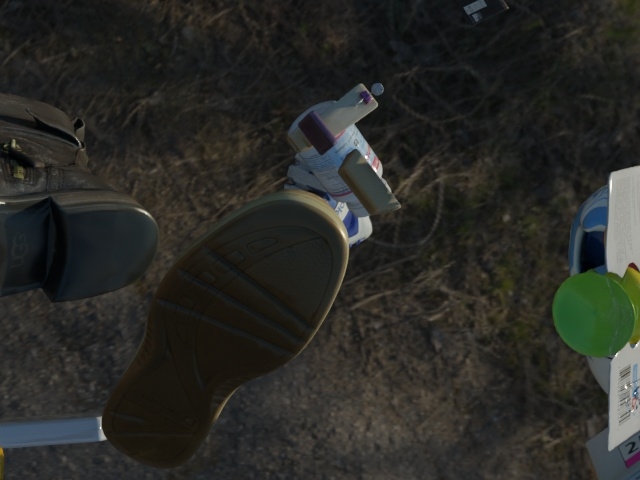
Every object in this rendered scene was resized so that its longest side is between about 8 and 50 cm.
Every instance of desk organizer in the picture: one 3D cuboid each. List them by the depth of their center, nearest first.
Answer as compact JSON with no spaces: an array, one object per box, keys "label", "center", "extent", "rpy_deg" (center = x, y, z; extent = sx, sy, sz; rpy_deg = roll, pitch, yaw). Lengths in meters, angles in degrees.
[{"label":"desk organizer","center":[0.157,-0.291,1.069],"extent":[0.130,0.047,0.050],"rpy_deg":[30,41,-58]}]

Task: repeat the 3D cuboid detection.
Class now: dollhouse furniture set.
[{"label":"dollhouse furniture set","center":[0.042,-0.082,0.892],"extent":[0.081,0.091,0.114],"rpy_deg":[-39,93,-18]}]

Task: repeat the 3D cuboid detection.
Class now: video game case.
[{"label":"video game case","center":[-0.418,0.276,1.438],"extent":[0.329,0.300,0.036],"rpy_deg":[-6,82,9]}]

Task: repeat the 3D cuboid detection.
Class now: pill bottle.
[{"label":"pill bottle","center":[0.031,-0.111,1.376],"extent":[0.160,0.087,0.087],"rpy_deg":[52,57,-29]}]

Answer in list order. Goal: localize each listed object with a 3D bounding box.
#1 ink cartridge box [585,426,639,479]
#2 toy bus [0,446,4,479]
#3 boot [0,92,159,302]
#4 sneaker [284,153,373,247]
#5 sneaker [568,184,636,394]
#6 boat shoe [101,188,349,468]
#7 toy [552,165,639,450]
[{"label":"ink cartridge box","center":[0.397,0.151,1.005],"extent":[0.275,0.239,0.060],"rpy_deg":[-39,95,12]},{"label":"toy bus","center":[-0.442,0.300,0.957],"extent":[0.130,0.333,0.108],"rpy_deg":[21,40,-35]},{"label":"boot","center":[-0.251,-0.043,0.653],"extent":[0.263,0.229,0.091],"rpy_deg":[4,116,-39]},{"label":"sneaker","center":[0.000,-0.001,1.728],"extent":[0.182,0.127,0.315],"rpy_deg":[17,100,-48]},{"label":"sneaker","center":[0.281,0.063,0.958],"extent":[0.086,0.085,0.237],"rpy_deg":[-40,126,-44]},{"label":"boat shoe","center":[-0.085,0.063,0.837],"extent":[0.122,0.341,0.110],"rpy_deg":[35,37,-9]},{"label":"toy","center":[0.192,0.019,0.570],"extent":[0.237,0.056,0.137],"rpy_deg":[-13,103,-54]}]
